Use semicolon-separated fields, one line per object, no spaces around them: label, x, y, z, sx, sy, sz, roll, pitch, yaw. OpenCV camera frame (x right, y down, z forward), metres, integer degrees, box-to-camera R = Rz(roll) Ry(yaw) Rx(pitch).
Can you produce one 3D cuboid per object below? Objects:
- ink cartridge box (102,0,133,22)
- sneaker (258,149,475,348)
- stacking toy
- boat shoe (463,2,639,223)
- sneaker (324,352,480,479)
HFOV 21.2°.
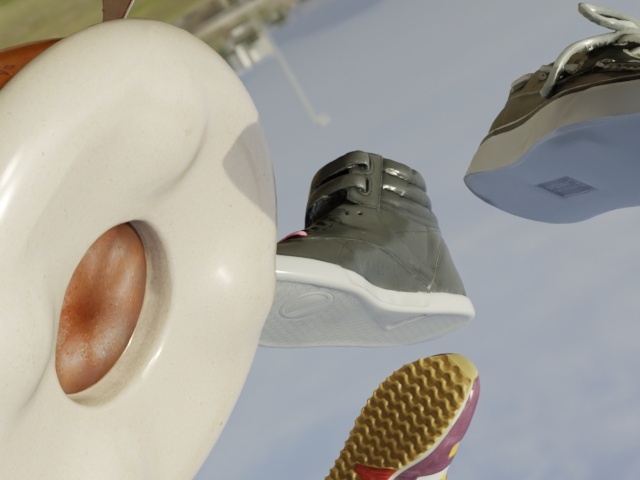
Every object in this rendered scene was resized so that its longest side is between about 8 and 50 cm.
ink cartridge box;-0.190;-0.342;1.512;0.272;0.130;0.309;-63;-164;15
sneaker;0.000;0.000;1.346;0.104;0.147;0.296;-31;156;33
stacking toy;-0.298;-0.010;1.113;0.480;0.350;0.350;17;-147;27
boat shoe;0.180;-0.078;1.002;0.306;0.113;0.105;152;-41;-77
sneaker;0.060;0.158;1.189;0.084;0.069;0.185;19;111;-49
